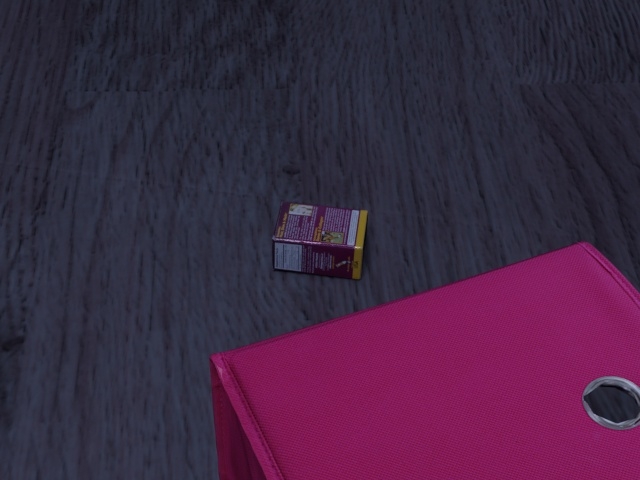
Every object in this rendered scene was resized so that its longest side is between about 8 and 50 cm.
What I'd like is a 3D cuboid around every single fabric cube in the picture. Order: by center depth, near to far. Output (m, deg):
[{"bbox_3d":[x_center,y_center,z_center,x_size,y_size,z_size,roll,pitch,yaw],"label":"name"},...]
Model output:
[{"bbox_3d":[0.097,0.195,0.711,0.258,0.259,0.254,-15,47,-17],"label":"fabric cube"}]

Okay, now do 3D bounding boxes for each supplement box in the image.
[{"bbox_3d":[0.000,0.000,1.067,0.083,0.043,0.055,7,44,4],"label":"supplement box"}]
